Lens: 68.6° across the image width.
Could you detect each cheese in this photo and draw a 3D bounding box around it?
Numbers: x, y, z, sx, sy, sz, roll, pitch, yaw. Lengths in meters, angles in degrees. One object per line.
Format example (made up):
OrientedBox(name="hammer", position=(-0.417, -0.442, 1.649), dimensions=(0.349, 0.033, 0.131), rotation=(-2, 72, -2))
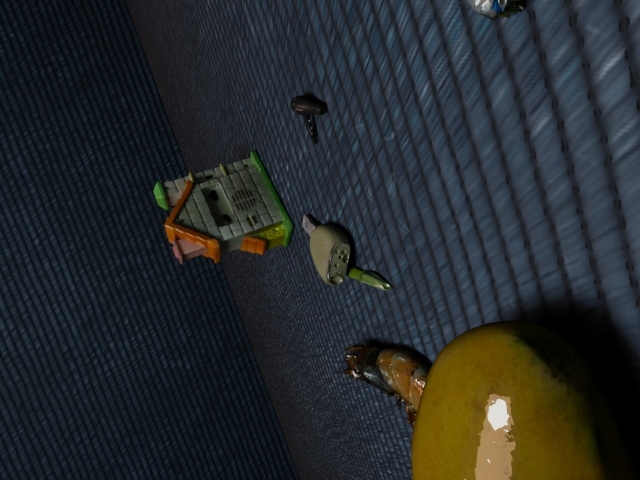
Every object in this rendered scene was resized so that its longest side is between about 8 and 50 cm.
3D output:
OrientedBox(name="cheese", position=(0.000, 0.000, 0.843), dimensions=(0.192, 0.037, 0.097), rotation=(-128, 42, -57))

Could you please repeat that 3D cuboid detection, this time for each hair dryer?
OrientedBox(name="hair dryer", position=(-0.011, -0.183, 0.728), dimensions=(0.079, 0.031, 0.083), rotation=(32, 154, 46))

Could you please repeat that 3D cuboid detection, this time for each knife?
OrientedBox(name="knife", position=(0.061, 0.055, 0.773), dimensions=(0.026, 0.022, 0.184), rotation=(44, 169, -23))

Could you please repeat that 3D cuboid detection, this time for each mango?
OrientedBox(name="mango", position=(0.175, 0.217, 0.416), dimensions=(0.211, 0.173, 0.317), rotation=(-166, 64, -66))

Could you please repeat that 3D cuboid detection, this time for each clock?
OrientedBox(name="clock", position=(-0.226, -0.059, 1.068), dimensions=(0.219, 0.255, 0.106), rotation=(63, 160, 19))

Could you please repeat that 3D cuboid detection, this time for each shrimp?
OrientedBox(name="shrimp", position=(0.127, 0.270, 0.764), dimensions=(0.290, 0.054, 0.222), rotation=(2, 112, 65))

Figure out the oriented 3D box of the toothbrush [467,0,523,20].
OrientedBox(name="toothbrush", position=(0.059, -0.351, 0.339), dimensions=(0.035, 0.042, 0.413), rotation=(-22, 88, 54))
